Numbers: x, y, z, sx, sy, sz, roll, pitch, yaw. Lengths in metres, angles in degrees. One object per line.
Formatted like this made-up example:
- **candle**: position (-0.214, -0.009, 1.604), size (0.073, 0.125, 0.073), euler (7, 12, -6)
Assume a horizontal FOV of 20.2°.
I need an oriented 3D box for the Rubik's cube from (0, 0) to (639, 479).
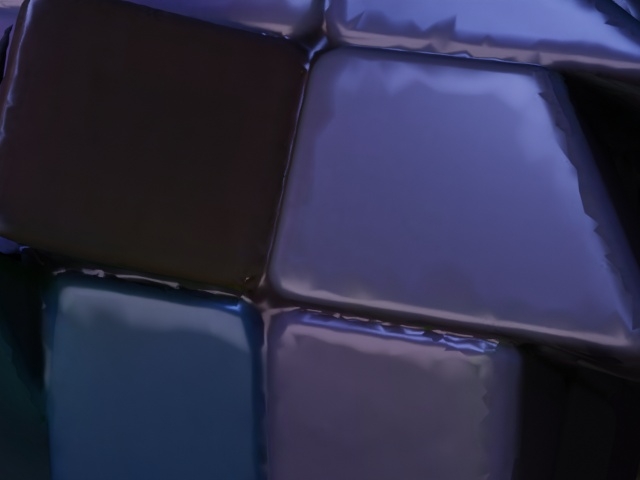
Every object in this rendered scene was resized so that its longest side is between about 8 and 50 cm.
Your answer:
- **Rubik's cube**: position (0.000, 0.000, 0.742), size (0.387, 0.358, 0.368), euler (9, 82, 20)
